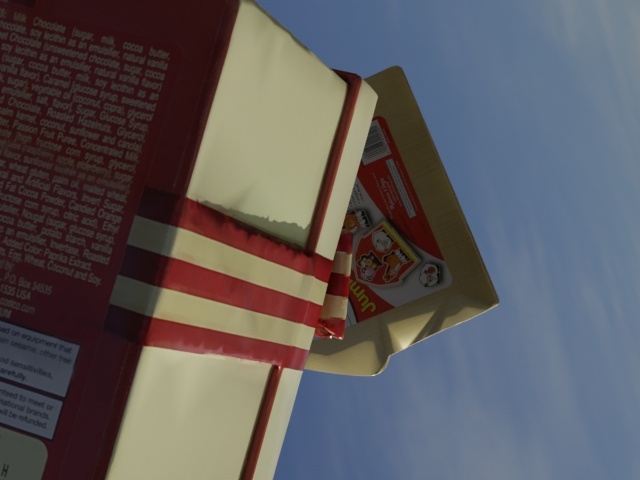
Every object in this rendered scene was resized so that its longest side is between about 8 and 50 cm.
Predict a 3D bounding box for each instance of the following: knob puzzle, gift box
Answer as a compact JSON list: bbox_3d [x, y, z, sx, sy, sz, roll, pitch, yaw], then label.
[{"bbox_3d":[0.000,0.000,1.084,0.030,0.213,0.213,-26,-85,-77],"label":"knob puzzle"},{"bbox_3d":[-0.139,0.013,0.736,0.258,0.255,0.276,20,-90,-74],"label":"gift box"}]
